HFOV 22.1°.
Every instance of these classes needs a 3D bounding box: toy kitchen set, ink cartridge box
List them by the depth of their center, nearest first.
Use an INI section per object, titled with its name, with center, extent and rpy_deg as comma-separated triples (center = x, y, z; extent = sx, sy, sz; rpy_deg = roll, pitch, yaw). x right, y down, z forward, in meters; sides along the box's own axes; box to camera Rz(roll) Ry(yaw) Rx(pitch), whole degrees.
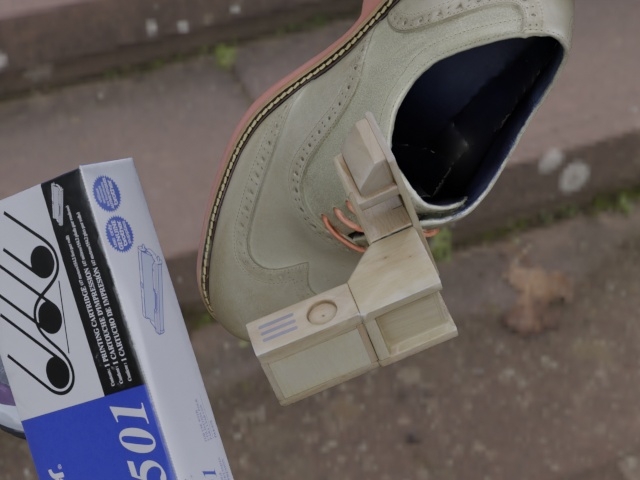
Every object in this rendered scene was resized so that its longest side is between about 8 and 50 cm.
[toy kitchen set]
center = 0.000, 0.000, 0.620
extent = 0.075, 0.068, 0.083
rpy_deg = -23, 45, 0
[ink cartridge box]
center = -0.113, 0.070, 0.853
extent = 0.097, 0.207, 0.046
rpy_deg = -19, -2, 36

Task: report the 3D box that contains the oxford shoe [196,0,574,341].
[oxford shoe]
center = 0.030, -0.048, 1.118
extent = 0.140, 0.397, 0.147
rpy_deg = 19, 37, -22

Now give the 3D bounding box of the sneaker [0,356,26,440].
[sneaker]
center = -0.211, 0.034, 0.992
extent = 0.223, 0.098, 0.083
rpy_deg = 27, 11, 27
